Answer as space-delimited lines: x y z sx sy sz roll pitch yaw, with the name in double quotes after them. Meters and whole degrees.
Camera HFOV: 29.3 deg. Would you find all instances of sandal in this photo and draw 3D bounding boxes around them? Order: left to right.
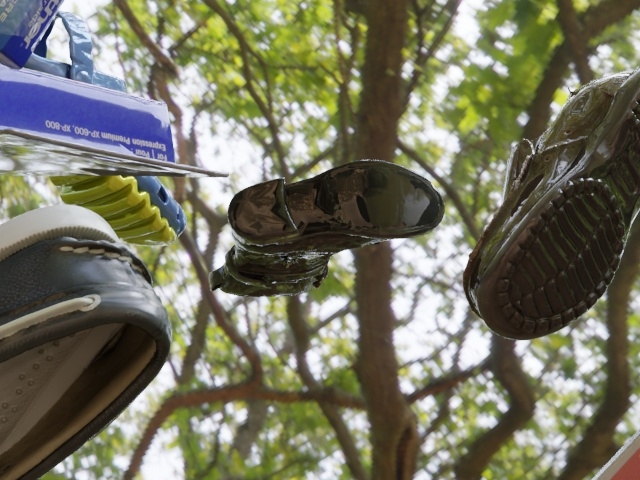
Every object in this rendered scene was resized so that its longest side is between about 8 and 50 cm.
-0.235 -0.118 1.273 0.317 0.126 0.138 54 -130 -35 "sandal"

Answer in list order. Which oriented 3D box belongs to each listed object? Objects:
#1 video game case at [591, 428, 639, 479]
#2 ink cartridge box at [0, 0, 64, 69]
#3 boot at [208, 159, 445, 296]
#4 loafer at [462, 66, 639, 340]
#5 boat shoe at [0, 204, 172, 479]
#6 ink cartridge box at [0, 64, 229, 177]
0.341 0.333 1.117 0.285 0.025 0.204 42 -82 7 "video game case"
-0.268 -0.241 0.644 0.270 0.395 0.151 32 -94 6 "ink cartridge box"
0.000 0.000 1.421 0.263 0.091 0.229 -3 -22 -5 "boot"
0.249 -0.039 1.269 0.366 0.130 0.134 -48 -59 -30 "loafer"
-0.204 0.102 0.560 0.302 0.091 0.114 -41 -46 -3 "boat shoe"
-0.247 -0.086 0.914 0.175 0.371 0.069 9 -92 -44 "ink cartridge box"
